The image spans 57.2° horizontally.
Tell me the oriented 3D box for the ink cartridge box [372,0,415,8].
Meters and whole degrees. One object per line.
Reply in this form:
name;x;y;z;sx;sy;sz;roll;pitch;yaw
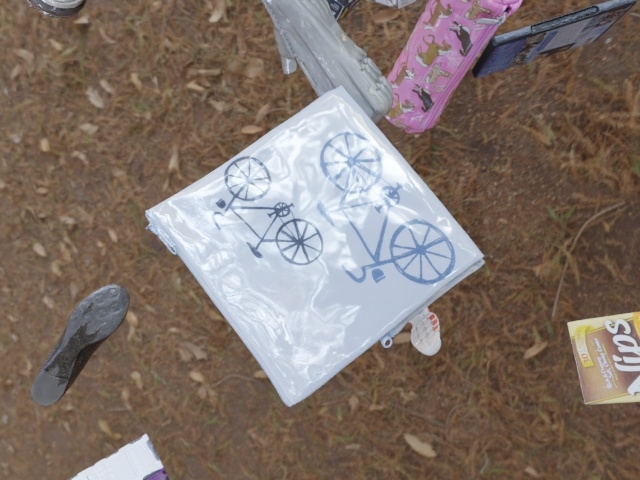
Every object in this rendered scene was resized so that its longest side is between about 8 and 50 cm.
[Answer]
ink cartridge box;0.097;-0.681;1.421;0.333;0.065;0.165;39;151;44

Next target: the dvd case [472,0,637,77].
dvd case;0.421;-0.374;1.087;0.253;0.180;0.022;-16;87;3

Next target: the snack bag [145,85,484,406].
snack bag;0.000;0.000;0.771;0.323;0.342;0.037;51;163;7

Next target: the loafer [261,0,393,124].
loafer;-0.022;-0.292;0.867;0.111;0.112;0.319;-32;105;29

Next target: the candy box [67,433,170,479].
candy box;-0.366;0.430;1.005;0.070;0.196;0.165;53;156;20

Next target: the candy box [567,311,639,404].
candy box;0.701;0.236;1.219;0.316;0.087;0.183;-18;73;40

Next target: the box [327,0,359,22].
box;-0.029;-0.502;1.093;0.220;0.175;0.051;34;130;-5

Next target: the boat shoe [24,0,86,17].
boat shoe;-0.515;-0.485;1.099;0.335;0.112;0.095;53;142;31

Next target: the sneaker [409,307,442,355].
sneaker;0.200;0.165;1.056;0.061;0.158;0.065;-39;107;14

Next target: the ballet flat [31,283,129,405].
ballet flat;-0.438;0.187;1.075;0.084;0.058;0.250;33;82;-11

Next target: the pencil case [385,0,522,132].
pencil case;0.261;-0.403;1.237;0.160;0.167;0.386;28;142;-3
